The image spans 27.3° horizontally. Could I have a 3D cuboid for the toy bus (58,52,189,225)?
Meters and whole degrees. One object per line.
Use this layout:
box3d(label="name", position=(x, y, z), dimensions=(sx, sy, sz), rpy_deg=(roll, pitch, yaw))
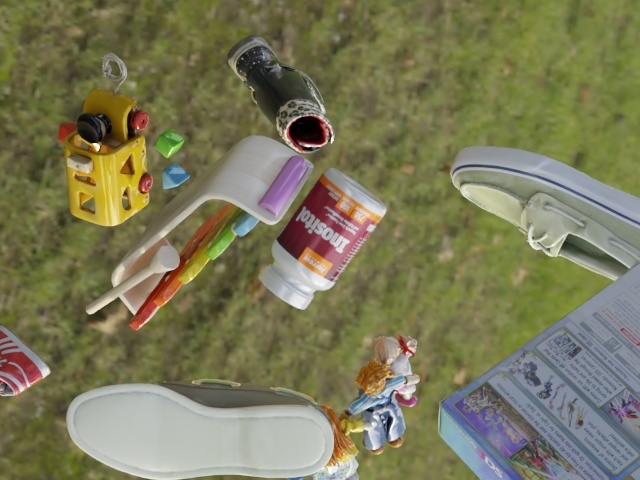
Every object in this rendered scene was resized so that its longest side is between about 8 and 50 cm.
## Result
box3d(label="toy bus", position=(-0.302, -0.120, 1.815), dimensions=(0.202, 0.191, 0.104), rpy_deg=(52, 44, -4))

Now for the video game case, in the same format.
box3d(label="video game case", position=(0.275, 0.174, 1.090), dimensions=(0.244, 0.269, 0.061), rpy_deg=(-31, 148, -21))

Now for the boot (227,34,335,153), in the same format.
box3d(label="boot", position=(-0.033, -0.186, 1.949), dimensions=(0.085, 0.179, 0.236), rpy_deg=(-39, 147, 8))

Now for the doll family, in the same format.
box3d(label="doll family", position=(0.049, 0.229, 1.703), dimensions=(0.263, 0.118, 0.163), rpy_deg=(-33, 138, -17))

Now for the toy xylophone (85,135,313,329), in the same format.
box3d(label="toy xylophone", position=(-0.155, 0.004, 1.552), dimensions=(0.081, 0.322, 0.236), rpy_deg=(43, 54, -11))

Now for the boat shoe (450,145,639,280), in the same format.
box3d(label="boat shoe", position=(0.295, -0.028, 1.607), dimensions=(0.109, 0.302, 0.094), rpy_deg=(84, 28, -63))

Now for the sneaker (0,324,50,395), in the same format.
box3d(label="sneaker", position=(-0.412, 0.156, 1.704), dimensions=(0.067, 0.118, 0.042), rpy_deg=(-40, 143, -27))

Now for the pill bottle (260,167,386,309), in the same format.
box3d(label="pill bottle", position=(0.000, 0.000, 1.497), dimensions=(0.152, 0.086, 0.086), rpy_deg=(-55, 157, 8))

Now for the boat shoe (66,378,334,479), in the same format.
box3d(label="boat shoe", position=(-0.136, 0.214, 1.519), dimensions=(0.091, 0.304, 0.109), rpy_deg=(-81, 176, -81))
